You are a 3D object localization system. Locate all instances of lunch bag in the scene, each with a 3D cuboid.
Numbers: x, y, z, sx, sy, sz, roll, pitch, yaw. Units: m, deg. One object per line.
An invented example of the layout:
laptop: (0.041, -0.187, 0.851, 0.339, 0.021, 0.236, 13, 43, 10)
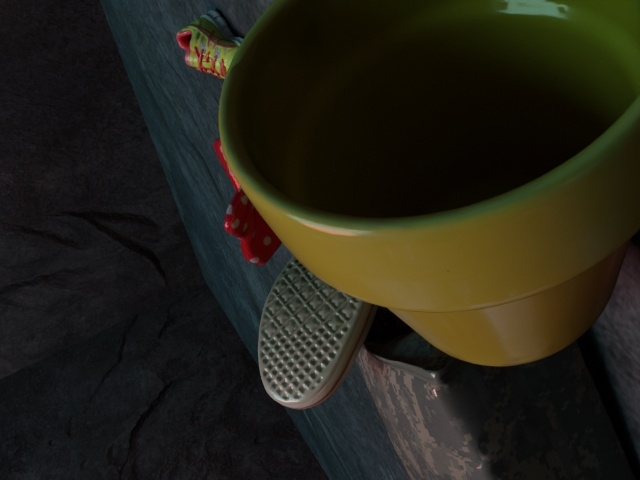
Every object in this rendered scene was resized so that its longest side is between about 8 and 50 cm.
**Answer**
lunch bag: (0.146, 0.168, 0.751, 0.235, 0.169, 0.287, 64, 162, -11)

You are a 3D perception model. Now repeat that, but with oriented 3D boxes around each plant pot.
plant pot: (0.099, -0.041, 0.474, 0.254, 0.254, 0.239, 50, 175, 42)

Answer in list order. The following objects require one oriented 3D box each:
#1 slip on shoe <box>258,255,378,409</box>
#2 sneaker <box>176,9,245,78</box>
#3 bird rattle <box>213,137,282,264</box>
slip on shoe: (0.031, 0.032, 0.768, 0.123, 0.331, 0.101, -5, 136, 30)
sneaker: (-0.171, -0.299, 1.207, 0.208, 0.094, 0.081, 50, 158, 39)
bird rattle: (0.044, -0.057, 0.634, 0.207, 0.253, 0.143, 45, 175, -27)
